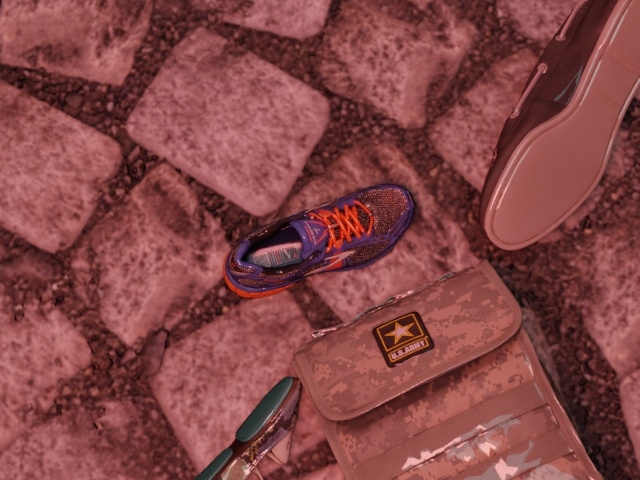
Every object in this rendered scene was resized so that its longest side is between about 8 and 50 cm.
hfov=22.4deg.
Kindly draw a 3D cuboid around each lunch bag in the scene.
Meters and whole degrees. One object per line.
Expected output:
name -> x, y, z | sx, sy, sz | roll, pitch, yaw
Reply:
lunch bag -> 0.124, 0.180, 1.654 | 0.235, 0.169, 0.287 | -26, 72, -1

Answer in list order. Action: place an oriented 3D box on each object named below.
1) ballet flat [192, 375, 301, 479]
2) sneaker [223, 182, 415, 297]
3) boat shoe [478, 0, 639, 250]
ballet flat -> -0.072, 0.229, 1.707 | 0.070, 0.070, 0.188 | 42, 85, 9
sneaker -> 0.000, 0.000, 1.729 | 0.221, 0.087, 0.083 | -25, 80, -3
boat shoe -> 0.266, -0.138, 1.757 | 0.112, 0.095, 0.335 | 36, 85, -28
